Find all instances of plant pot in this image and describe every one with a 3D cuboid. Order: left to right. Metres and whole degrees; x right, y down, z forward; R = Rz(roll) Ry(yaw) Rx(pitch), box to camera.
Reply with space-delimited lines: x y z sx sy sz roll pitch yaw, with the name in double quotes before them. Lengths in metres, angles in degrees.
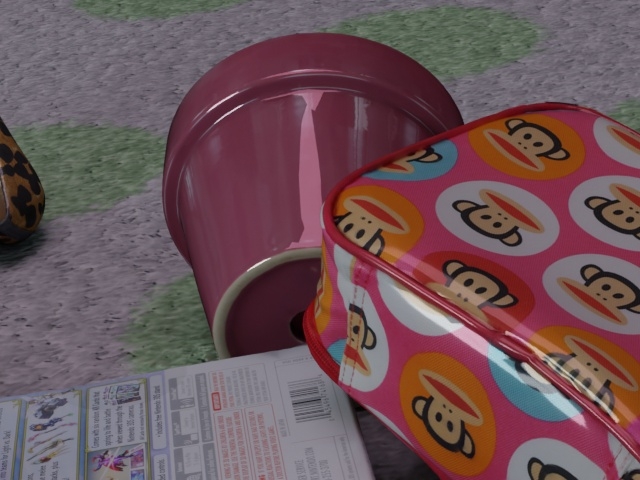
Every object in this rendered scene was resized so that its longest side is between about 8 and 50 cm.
"plant pot" 0.000 0.000 1.037 0.201 0.201 0.180 -6 38 3

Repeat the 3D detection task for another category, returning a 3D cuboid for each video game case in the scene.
"video game case" -0.092 0.151 0.843 0.244 0.061 0.269 -8 22 -4

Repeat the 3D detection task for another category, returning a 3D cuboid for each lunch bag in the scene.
"lunch bag" 0.163 0.043 0.853 0.258 0.120 0.293 -25 50 -35

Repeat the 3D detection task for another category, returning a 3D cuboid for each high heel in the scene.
"high heel" -0.314 -0.111 1.313 0.093 0.261 0.186 -41 21 3
